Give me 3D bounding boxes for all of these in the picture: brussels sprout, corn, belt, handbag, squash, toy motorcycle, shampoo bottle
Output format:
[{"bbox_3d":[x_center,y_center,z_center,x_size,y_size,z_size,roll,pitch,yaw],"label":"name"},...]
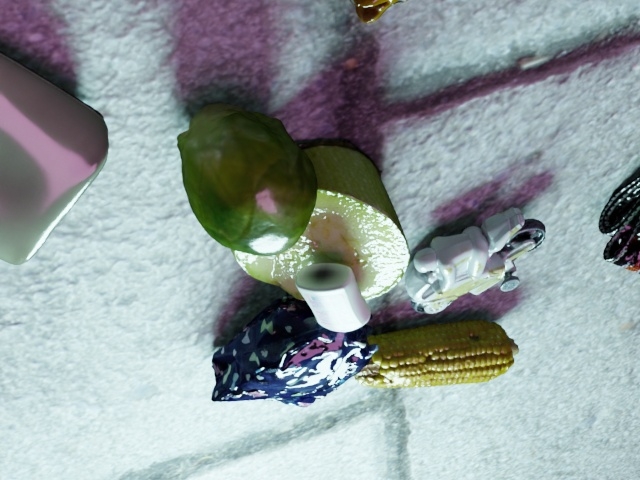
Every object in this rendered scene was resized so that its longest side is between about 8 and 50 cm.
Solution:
[{"bbox_3d":[-0.082,-0.066,1.448,0.144,0.180,0.161,-39,127,9],"label":"brussels sprout"},{"bbox_3d":[0.167,0.165,1.891,0.262,0.097,0.097,-4,137,-20],"label":"corn"},{"bbox_3d":[0.504,-0.105,1.733,0.094,0.126,0.359,20,120,-28],"label":"belt"},{"bbox_3d":[-0.387,-0.101,1.322,0.315,0.109,0.241,24,116,-40],"label":"handbag"},{"bbox_3d":[-0.012,-0.007,1.596,0.220,0.133,0.220,-9,140,-7],"label":"squash"},{"bbox_3d":[-0.034,0.152,1.743,0.162,0.113,0.260,9,150,-27],"label":"handbag"},{"bbox_3d":[0.191,0.029,1.766,0.229,0.074,0.151,-35,145,29],"label":"toy motorcycle"},{"bbox_3d":[0.019,0.072,1.592,0.072,0.043,0.099,0,142,25],"label":"shampoo bottle"}]

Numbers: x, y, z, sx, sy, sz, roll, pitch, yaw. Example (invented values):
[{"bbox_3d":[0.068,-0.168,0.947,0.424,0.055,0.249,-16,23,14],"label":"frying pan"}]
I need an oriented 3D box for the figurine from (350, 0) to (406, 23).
[{"bbox_3d":[0.053,-0.299,1.332,0.122,0.121,0.176,-56,151,-2],"label":"figurine"}]
